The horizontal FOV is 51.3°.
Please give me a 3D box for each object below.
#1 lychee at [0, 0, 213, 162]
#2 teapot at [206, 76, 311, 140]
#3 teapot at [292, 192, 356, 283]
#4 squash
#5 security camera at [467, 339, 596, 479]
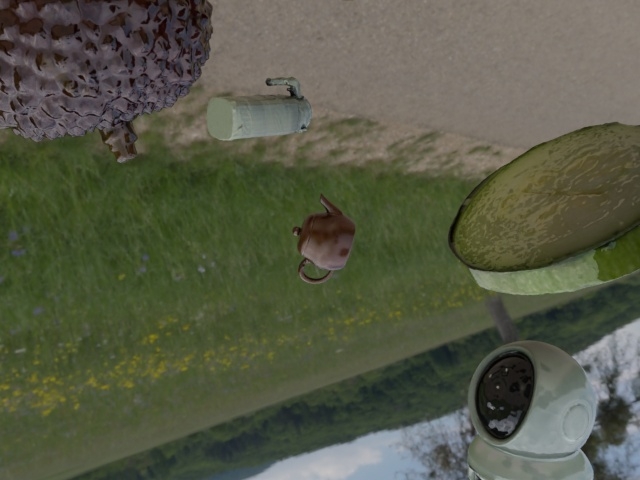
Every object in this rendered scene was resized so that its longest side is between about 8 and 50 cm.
[{"bbox_3d":[-0.246,-0.225,0.666,0.275,0.304,0.276,-14,-171,2],"label":"lychee"},{"bbox_3d":[-0.106,-0.243,1.214,0.077,0.107,0.200,17,-158,40],"label":"teapot"},{"bbox_3d":[0.000,0.000,1.213,0.116,0.116,0.173,-7,121,-47],"label":"teapot"},{"bbox_3d":[0.225,-0.032,0.616,0.219,0.041,0.219,-29,-156,14],"label":"squash"},{"bbox_3d":[0.328,0.272,1.028,0.194,0.236,0.194,4,-173,-1],"label":"security camera"}]
